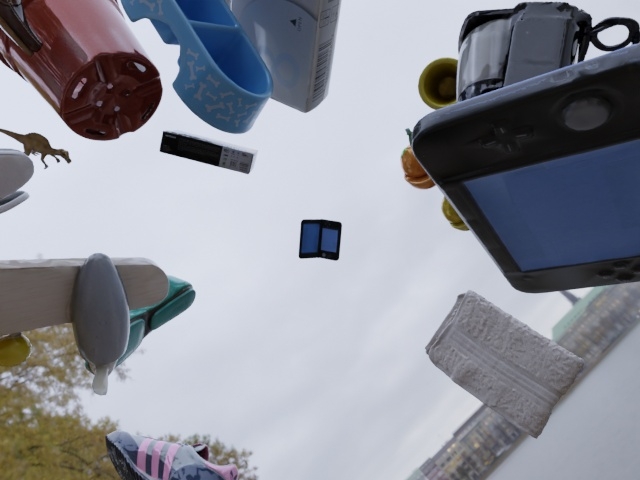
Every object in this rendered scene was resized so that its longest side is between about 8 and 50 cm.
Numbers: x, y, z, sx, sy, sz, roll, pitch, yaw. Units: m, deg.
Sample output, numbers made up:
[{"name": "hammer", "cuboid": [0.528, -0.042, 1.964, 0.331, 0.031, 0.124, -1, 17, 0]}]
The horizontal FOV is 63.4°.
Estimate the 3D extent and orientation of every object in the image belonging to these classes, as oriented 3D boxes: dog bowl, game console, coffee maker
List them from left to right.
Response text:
[{"name": "dog bowl", "cuboid": [-0.182, -0.309, 0.802, 0.074, 0.297, 0.166, -35, -4, 33]}, {"name": "game console", "cuboid": [0.000, 0.000, 1.556, 0.071, 0.107, 0.122, -19, -64, -62]}, {"name": "coffee maker", "cuboid": [0.205, -0.134, 0.498, 0.120, 0.171, 0.178, 38, -124, -40]}, {"name": "game console", "cuboid": [0.232, 0.024, 0.373, 0.250, 0.173, 0.293, -13, -36, 33]}]

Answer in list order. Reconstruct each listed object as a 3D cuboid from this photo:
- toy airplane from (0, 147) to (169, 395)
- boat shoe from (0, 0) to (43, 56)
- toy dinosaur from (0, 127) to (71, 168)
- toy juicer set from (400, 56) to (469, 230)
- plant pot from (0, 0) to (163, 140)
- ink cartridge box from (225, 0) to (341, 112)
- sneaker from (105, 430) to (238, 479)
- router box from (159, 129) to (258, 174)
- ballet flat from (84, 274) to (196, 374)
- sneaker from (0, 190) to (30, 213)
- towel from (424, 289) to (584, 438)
[{"name": "toy airplane", "cuboid": [-0.388, 0.091, 0.523, 0.386, 0.272, 0.384, -34, -30, -4]}, {"name": "boat shoe", "cuboid": [-0.528, -0.407, 0.844, 0.073, 0.073, 0.207, -41, -60, -11]}, {"name": "toy dinosaur", "cuboid": [-0.666, -0.220, 1.195, 0.183, 0.053, 0.092, 22, -42, -22]}, {"name": "toy juicer set", "cuboid": [0.256, -0.091, 0.691, 0.209, 0.329, 0.089, -68, -14, 18]}, {"name": "plant pot", "cuboid": [-0.469, -0.356, 1.031, 0.272, 0.265, 0.272, -34, -23, -16]}, {"name": "ink cartridge box", "cuboid": [-0.148, -0.433, 0.893, 0.091, 0.385, 0.308, -50, -21, -41]}, {"name": "sneaker", "cuboid": [-0.292, 0.436, 1.003, 0.131, 0.319, 0.112, -28, -58, -44]}, {"name": "router box", "cuboid": [-0.223, -0.183, 1.062, 0.133, 0.179, 0.046, -105, 29, -77]}, {"name": "ballet flat", "cuboid": [-0.315, 0.130, 0.864, 0.247, 0.087, 0.083, -42, -26, -55]}, {"name": "sneaker", "cuboid": [-0.933, -0.118, 1.344, 0.296, 0.105, 0.146, -22, -72, -25]}, {"name": "towel", "cuboid": [0.369, 0.244, 1.077, 0.187, 0.282, 0.049, -59, -33, 3]}]
